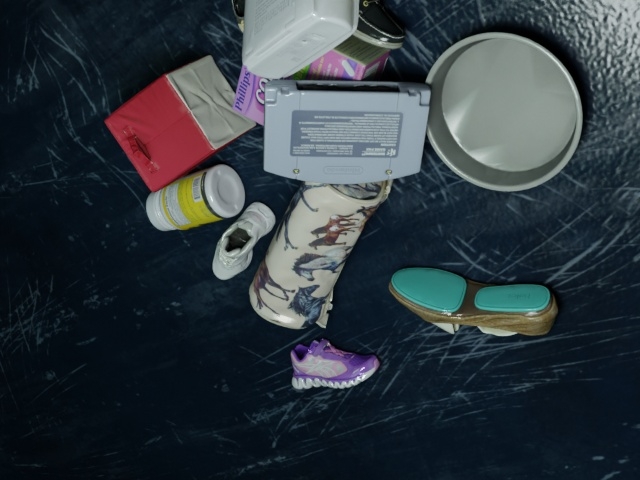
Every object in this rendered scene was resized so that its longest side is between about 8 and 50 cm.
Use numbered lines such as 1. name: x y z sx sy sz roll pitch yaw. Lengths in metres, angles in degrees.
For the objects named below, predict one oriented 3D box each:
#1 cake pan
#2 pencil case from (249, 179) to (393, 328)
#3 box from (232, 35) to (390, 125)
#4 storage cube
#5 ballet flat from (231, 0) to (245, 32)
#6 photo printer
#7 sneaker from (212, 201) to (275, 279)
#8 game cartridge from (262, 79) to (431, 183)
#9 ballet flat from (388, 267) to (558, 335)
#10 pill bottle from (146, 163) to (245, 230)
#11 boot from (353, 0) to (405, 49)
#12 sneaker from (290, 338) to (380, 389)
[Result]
1. cake pan: 0.325 -0.232 1.634 0.293 0.054 0.293 14 121 24
2. pencil case: 0.000 0.000 1.887 0.183 0.160 0.410 17 128 -14
3. box: -0.022 -0.308 1.758 0.243 0.117 0.214 30 127 15
4. storage cube: -0.287 -0.242 1.896 0.193 0.215 0.184 -29 98 32
5. ballet flat: -0.160 -0.486 1.787 0.057 0.049 0.173 5 118 30
6. photo printer: -0.035 -0.460 1.562 0.256 0.107 0.308 -21 63 54
7. sneaker: -0.196 0.014 2.038 0.090 0.115 0.232 39 128 7
8. game cartridge: 0.043 -0.196 1.678 0.297 0.062 0.198 1 132 -6
9. ballet flat: 0.304 0.136 1.828 0.342 0.116 0.124 4 136 25
10. pill bottle: -0.280 -0.089 2.031 0.208 0.119 0.119 -13 108 36
11. boot: 0.082 -0.468 1.621 0.236 0.085 0.179 43 129 17
12. sneaker: 0.022 0.272 2.070 0.236 0.095 0.105 -10 102 35
